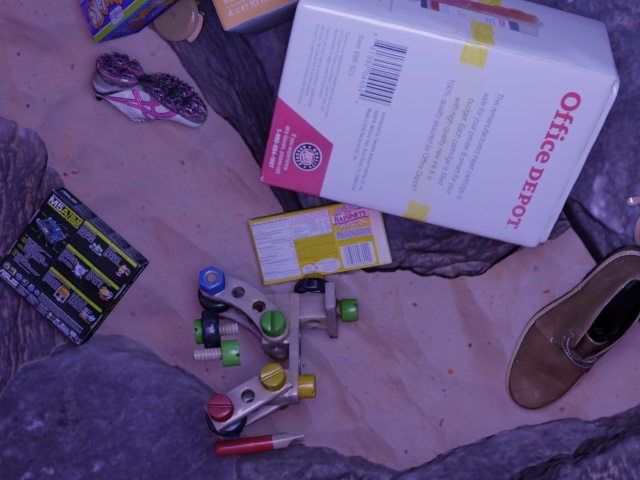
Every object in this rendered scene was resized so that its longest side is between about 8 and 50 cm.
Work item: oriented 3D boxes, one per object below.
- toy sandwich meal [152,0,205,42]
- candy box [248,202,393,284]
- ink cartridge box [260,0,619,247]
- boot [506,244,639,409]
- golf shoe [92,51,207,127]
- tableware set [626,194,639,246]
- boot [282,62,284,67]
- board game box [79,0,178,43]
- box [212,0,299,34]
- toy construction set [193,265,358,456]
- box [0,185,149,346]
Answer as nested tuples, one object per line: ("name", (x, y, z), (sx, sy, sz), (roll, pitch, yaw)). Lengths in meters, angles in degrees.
("toy sandwich meal", (-0.213, -0.338, 1.493), (0.086, 0.029, 0.085), (3, 100, 17))
("candy box", (0.000, 0.000, 1.508), (0.206, 0.027, 0.105), (-10, 98, 14))
("ink cartridge box", (0.141, -0.175, 1.270), (0.385, 0.160, 0.279), (14, 131, -3))
("boot", (0.357, 0.141, 1.400), (0.112, 0.115, 0.305), (35, 119, 2))
("golf shoe", (-0.259, -0.215, 1.514), (0.186, 0.067, 0.086), (27, 134, 4))
("tableware set", (0.536, -0.024, 1.379), (0.194, 0.039, 0.128), (-16, 97, 15))
("boot", (0.110, -0.294, 1.401), (0.295, 0.104, 0.211), (15, 98, 4))
("board game box", (-0.259, -0.430, 1.346), (0.347, 0.078, 0.233), (-11, 101, 59))
("box", (-0.077, -0.485, 1.361), (0.215, 0.168, 0.345), (-20, 95, 15))
("toy construction set", (-0.054, 0.187, 1.476), (0.237, 0.257, 0.309), (-5, 126, -4))
("box", (-0.402, 0.042, 1.598), (0.191, 0.045, 0.184), (40, 104, 4))
